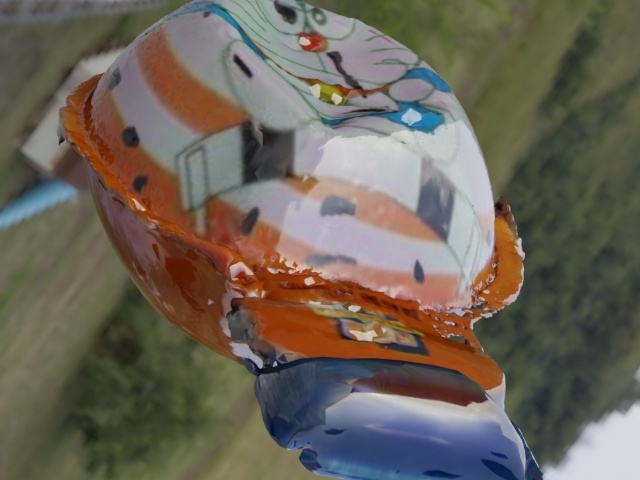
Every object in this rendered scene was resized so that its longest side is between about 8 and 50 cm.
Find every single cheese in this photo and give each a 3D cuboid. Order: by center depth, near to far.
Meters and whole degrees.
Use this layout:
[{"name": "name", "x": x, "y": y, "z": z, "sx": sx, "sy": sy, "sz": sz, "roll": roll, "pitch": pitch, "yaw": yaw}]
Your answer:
[{"name": "cheese", "x": 0.000, "y": 0.000, "z": 0.747, "sx": 0.329, "sy": 0.217, "sz": 0.129, "roll": -111, "pitch": -140, "yaw": -59}]
